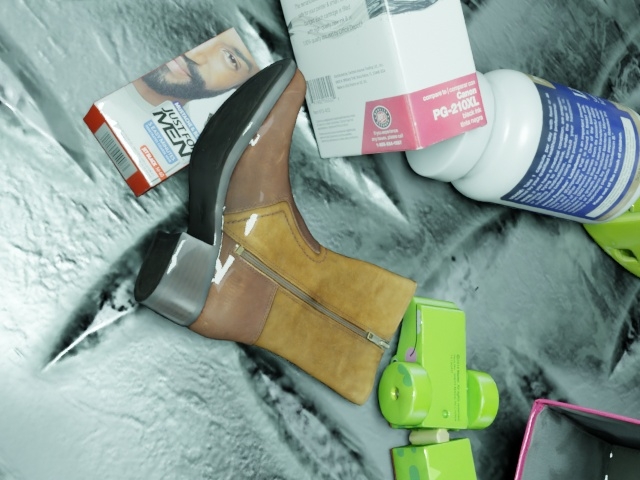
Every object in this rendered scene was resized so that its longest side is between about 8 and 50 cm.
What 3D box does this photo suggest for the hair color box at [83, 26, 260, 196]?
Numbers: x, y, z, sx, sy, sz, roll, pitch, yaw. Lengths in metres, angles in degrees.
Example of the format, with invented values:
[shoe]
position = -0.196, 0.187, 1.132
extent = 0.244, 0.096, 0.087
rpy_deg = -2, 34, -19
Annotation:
[hair color box]
position = -0.131, -0.127, 0.757
extent = 0.167, 0.053, 0.093
rpy_deg = -39, 100, -29

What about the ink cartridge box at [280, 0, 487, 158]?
[ink cartridge box]
position = 0.052, -0.212, 0.780
extent = 0.100, 0.172, 0.237
rpy_deg = -22, 104, -30

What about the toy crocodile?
[toy crocodile]
position = 0.117, 0.228, 0.815
extent = 0.115, 0.105, 0.340
rpy_deg = 5, 75, -30

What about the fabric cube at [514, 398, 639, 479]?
[fabric cube]
position = 0.348, 0.331, 0.774
extent = 0.258, 0.254, 0.259
rpy_deg = 33, 70, -48

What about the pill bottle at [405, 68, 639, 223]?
[pill bottle]
position = 0.238, -0.111, 0.899
extent = 0.265, 0.153, 0.153
rpy_deg = 9, 77, -28

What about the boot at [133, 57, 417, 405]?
[boot]
position = 0.000, 0.000, 0.750
extent = 0.280, 0.096, 0.264
rpy_deg = 28, 76, -31

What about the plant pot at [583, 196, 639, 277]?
[plant pot]
position = 0.522, -0.036, 1.009
extent = 0.207, 0.227, 0.228
rpy_deg = 49, 62, -21
